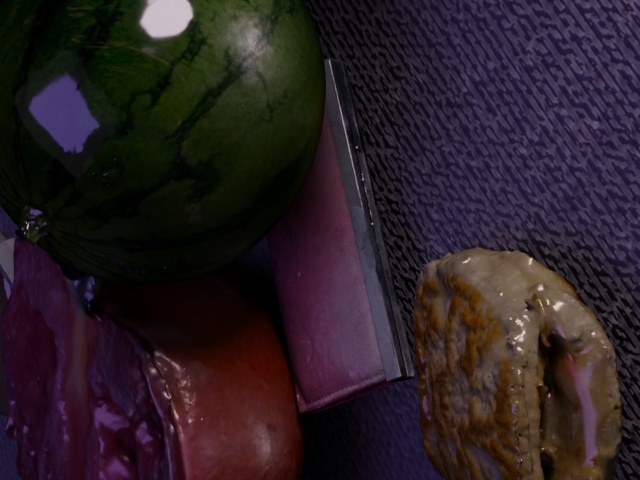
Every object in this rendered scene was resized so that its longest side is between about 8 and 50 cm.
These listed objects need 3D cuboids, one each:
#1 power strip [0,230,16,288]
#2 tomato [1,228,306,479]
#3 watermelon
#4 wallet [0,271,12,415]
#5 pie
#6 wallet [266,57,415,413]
[{"bbox_3d":[-0.283,0.063,1.263,0.191,0.030,0.047,55,163,21],"label":"power strip"},{"bbox_3d":[-0.127,0.143,1.007,0.335,0.176,0.290,36,124,45],"label":"tomato"},{"bbox_3d":[-0.113,-0.092,0.834,0.242,0.242,0.242,17,113,45],"label":"watermelon"},{"bbox_3d":[-0.334,0.106,1.343,0.118,0.038,0.153,-22,85,47],"label":"wallet"},{"bbox_3d":[0.117,0.105,0.780,0.179,0.084,0.205,-156,60,-73],"label":"pie"},{"bbox_3d":[0.000,0.000,0.903,0.119,0.025,0.232,-29,67,47],"label":"wallet"}]
